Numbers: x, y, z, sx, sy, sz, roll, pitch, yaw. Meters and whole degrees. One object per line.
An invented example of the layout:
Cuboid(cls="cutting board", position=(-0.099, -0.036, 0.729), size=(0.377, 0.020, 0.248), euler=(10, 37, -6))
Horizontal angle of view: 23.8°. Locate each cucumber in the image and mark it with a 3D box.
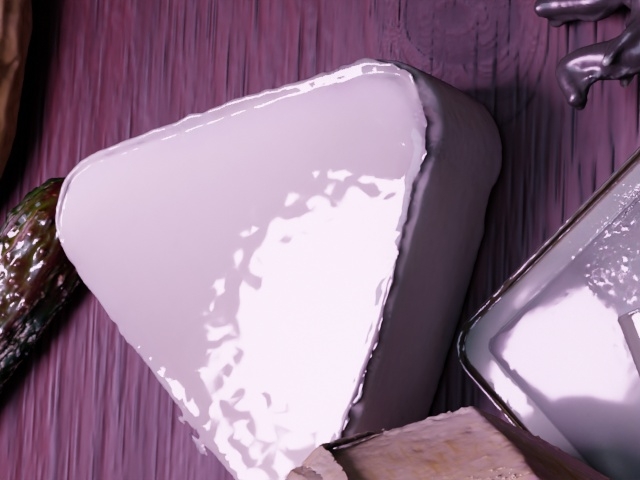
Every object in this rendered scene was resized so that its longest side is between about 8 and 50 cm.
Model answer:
Cuboid(cls="cucumber", position=(-0.299, 0.093, 1.304), size=(0.096, 0.096, 0.359), euler=(44, 101, 23))

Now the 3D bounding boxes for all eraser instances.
Cuboid(cls="eraser", position=(0.000, 0.000, 1.133), size=(0.331, 0.150, 0.331), euler=(-3, 85, 29))

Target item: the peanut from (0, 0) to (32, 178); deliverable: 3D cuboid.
Cuboid(cls="peanut", position=(-0.345, -0.129, 1.310), size=(0.174, 0.158, 0.340), euler=(7, 91, 6))

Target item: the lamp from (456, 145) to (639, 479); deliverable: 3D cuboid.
Cuboid(cls="lamp", position=(0.262, 0.079, 1.049), size=(0.266, 0.047, 0.269), euler=(-46, 68, 14))

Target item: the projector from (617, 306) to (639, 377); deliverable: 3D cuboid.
Cuboid(cls="projector", position=(0.250, 0.075, 0.981), size=(0.083, 0.083, 0.082), euler=(-24, 76, 22))

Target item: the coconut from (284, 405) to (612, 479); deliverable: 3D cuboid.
Cuboid(cls="coconut", position=(0.086, 0.275, 0.925), size=(0.352, 0.352, 0.353), euler=(-3, 83, 26))

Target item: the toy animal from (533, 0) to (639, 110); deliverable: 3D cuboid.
Cuboid(cls="toy animal", position=(0.212, -0.213, 1.067), size=(0.146, 0.114, 0.245), euler=(-2, 84, 27))
